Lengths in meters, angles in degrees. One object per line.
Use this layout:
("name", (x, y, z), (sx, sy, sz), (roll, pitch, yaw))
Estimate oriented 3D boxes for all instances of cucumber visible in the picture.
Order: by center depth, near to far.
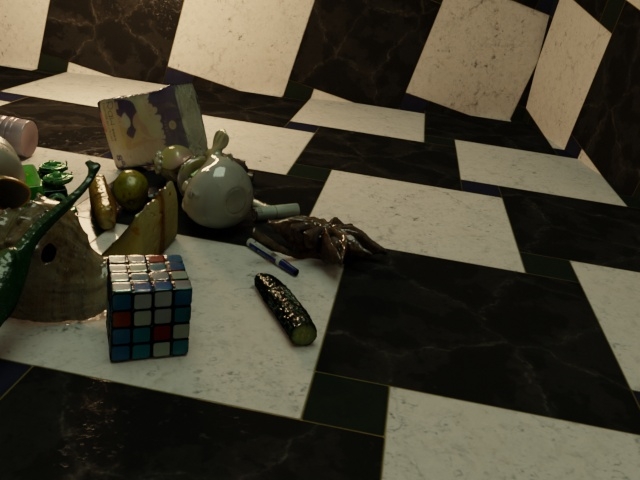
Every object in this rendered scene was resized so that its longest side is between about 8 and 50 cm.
("cucumber", (-0.089, 0.135, 1.431), (0.067, 0.068, 0.293), (-4, 26, -25))

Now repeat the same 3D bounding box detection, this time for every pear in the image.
("pear", (-0.551, -0.147, 1.859), (0.107, 0.107, 0.131), (-4, 47, -24))

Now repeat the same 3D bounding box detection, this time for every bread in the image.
("bread", (-0.454, -0.055, 1.605), (0.135, 0.178, 0.240), (12, 26, 6))

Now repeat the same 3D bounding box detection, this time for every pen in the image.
("pen", (-0.127, 0.043, 1.672), (0.025, 0.025, 0.204), (-14, 33, -40))

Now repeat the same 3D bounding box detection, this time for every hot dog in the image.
("hot dog", (-0.620, -0.111, 1.811), (0.068, 0.083, 0.289), (-20, 31, -12))

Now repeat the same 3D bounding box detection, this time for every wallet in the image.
("wallet", (-0.429, -0.212, 2.065), (0.377, 0.051, 0.197), (-22, 37, -34))

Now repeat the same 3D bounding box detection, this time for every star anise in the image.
("star anise", (0.002, -0.001, 1.713), (0.292, 0.109, 0.349), (14, 13, 31))

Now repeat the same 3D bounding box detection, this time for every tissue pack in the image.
("tissue pack", (-0.552, -0.371, 2.097), (0.343, 0.243, 0.125), (-3, 18, 27))

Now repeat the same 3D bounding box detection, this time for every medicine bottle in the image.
("medicine bottle", (-1.097, -0.359, 2.145), (0.249, 0.133, 0.133), (7, 24, 2))

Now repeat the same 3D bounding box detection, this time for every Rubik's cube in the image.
("Rubik's cube", (-0.341, 0.128, 1.258), (0.151, 0.154, 0.155), (-1, 26, -20))

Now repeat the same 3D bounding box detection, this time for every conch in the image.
("conch", (-0.576, 0.041, 1.316), (0.324, 0.186, 0.263), (21, 71, 17))

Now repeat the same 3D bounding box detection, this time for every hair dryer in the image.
("hair dryer", (-0.173, -0.112, 1.987), (0.154, 0.044, 0.183), (-6, 24, -32))

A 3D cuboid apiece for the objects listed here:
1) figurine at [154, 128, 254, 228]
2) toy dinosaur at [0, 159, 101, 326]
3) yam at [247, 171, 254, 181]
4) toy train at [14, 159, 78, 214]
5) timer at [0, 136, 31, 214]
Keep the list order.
("figurine", (-0.345, -0.204, 1.857), (0.226, 0.275, 0.394), (12, 13, -48))
("toy dinosaur", (-0.533, 0.064, 1.171), (0.300, 0.087, 0.447), (-12, 65, -8))
("yam", (-0.353, -0.236, 2.199), (0.263, 0.046, 0.046), (11, 24, 6))
("toy train", (-0.776, -0.136, 1.755), (0.188, 0.133, 0.243), (-11, 27, -27))
("timer", (-0.775, -0.144, 1.393), (0.233, 0.234, 0.240), (-14, 54, -40))
